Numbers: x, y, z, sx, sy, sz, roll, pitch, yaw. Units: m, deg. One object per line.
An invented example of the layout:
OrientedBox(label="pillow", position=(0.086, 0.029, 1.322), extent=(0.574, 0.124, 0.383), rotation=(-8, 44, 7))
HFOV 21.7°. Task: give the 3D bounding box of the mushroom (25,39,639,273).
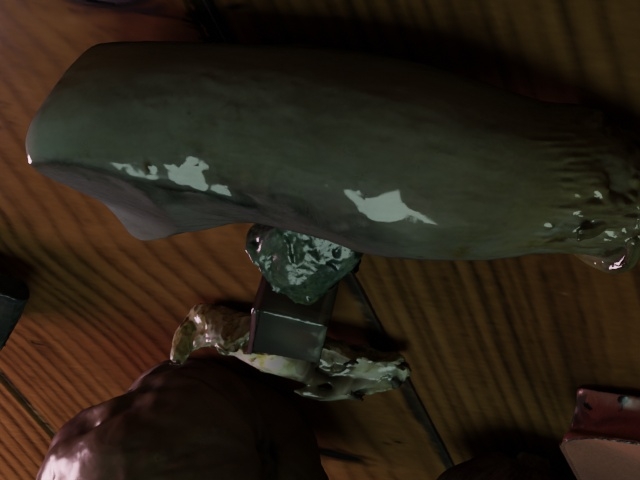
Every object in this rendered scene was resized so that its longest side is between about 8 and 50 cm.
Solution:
OrientedBox(label="mushroom", position=(0.017, -0.050, 1.058), extent=(0.397, 0.126, 0.177), rotation=(6, 158, 26))

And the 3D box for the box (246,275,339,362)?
OrientedBox(label="box", position=(-0.022, 0.057, 1.337), extent=(0.063, 0.060, 0.084), rotation=(15, 150, 2))

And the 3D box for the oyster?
OrientedBox(label="oyster", position=(-0.018, 0.088, 1.407), extent=(0.200, 0.061, 0.106), rotation=(17, 150, -9))

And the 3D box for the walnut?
OrientedBox(label="walnut", position=(-0.129, 0.233, 1.535), extent=(0.227, 0.273, 0.273), rotation=(59, 146, 0))

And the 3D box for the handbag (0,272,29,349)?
OrientedBox(label="handbag", position=(-0.398, 0.035, 1.540), extent=(0.270, 0.088, 0.175), rotation=(22, 144, 0))

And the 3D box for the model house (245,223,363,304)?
OrientedBox(label="model house", position=(0.000, 0.000, 1.235), extent=(0.079, 0.066, 0.083), rotation=(44, 128, -17))

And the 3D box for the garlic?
OrientedBox(label="garlic", position=(0.177, 0.236, 1.461), extent=(0.159, 0.102, 0.147), rotation=(20, -179, 42))

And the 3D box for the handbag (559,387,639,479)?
OrientedBox(label="handbag", position=(0.309, 0.187, 1.334), extent=(0.212, 0.059, 0.157), rotation=(6, 147, 29))
